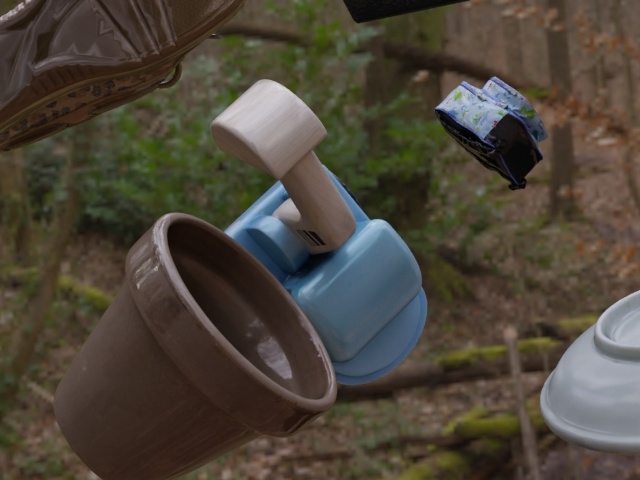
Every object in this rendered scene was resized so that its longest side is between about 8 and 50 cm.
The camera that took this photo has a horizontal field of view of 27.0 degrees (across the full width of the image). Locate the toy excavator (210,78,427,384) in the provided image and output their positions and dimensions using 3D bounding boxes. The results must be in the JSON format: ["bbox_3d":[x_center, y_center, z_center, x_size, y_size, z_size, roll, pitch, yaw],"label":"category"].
[{"bbox_3d":[0.000,0.000,1.658,0.222,0.433,0.445,-43,13,-15],"label":"toy excavator"}]

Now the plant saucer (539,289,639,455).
[{"bbox_3d":[0.462,0.130,1.687,0.400,0.101,0.400,-17,16,5],"label":"plant saucer"}]

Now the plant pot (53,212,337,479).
[{"bbox_3d":[-0.150,0.140,1.390,0.229,0.263,0.263,-41,0,14],"label":"plant pot"}]

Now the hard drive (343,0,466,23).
[{"bbox_3d":[0.065,-0.249,1.210,0.135,0.094,0.022,-3,38,43],"label":"hard drive"}]

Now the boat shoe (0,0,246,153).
[{"bbox_3d":[-0.181,-0.145,1.013,0.285,0.105,0.089,-23,-13,8],"label":"boat shoe"}]

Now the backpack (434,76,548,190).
[{"bbox_3d":[0.194,-0.130,1.499,0.114,0.084,0.105,39,-4,40],"label":"backpack"}]
